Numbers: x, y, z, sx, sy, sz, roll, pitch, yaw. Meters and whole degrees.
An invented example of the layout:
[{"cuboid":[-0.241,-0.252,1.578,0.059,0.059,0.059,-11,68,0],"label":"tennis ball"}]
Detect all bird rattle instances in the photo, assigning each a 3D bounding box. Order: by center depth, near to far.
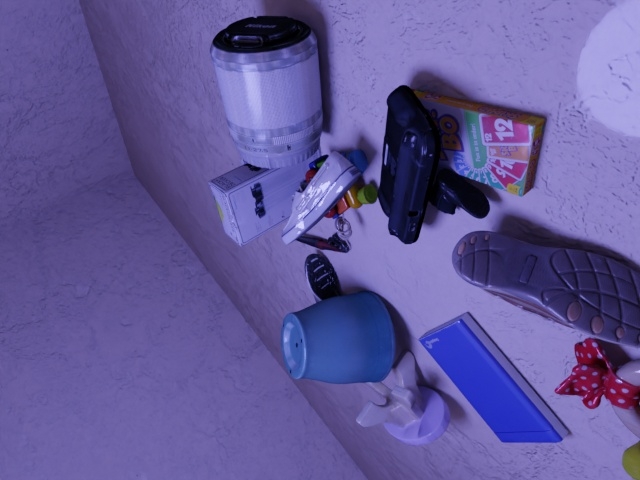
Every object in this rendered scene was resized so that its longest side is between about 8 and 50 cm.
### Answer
[{"cuboid":[0.526,0.257,0.676,0.253,0.143,0.207,63,145,18],"label":"bird rattle"}]

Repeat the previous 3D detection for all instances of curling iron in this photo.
[{"cuboid":[0.000,0.000,1.334,0.274,0.035,0.068,7,121,56],"label":"curling iron"}]

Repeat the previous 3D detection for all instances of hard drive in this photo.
[{"cuboid":[0.393,0.335,1.027,0.318,0.040,0.210,51,154,11],"label":"hard drive"}]

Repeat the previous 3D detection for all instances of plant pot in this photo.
[{"cuboid":[0.032,0.287,1.239,0.272,0.255,0.271,1,91,64],"label":"plant pot"}]

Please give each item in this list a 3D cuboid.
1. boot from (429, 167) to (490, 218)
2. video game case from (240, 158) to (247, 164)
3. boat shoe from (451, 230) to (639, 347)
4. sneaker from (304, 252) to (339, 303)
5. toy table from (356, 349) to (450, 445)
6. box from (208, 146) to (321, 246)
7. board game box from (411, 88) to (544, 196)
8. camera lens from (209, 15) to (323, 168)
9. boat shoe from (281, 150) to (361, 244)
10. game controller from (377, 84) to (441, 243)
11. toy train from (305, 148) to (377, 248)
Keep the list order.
[{"cuboid":[0.249,-0.073,0.794,0.121,0.045,0.099,45,169,15],"label":"boot"},{"cuboid":[-0.193,-0.230,1.423,0.173,0.022,0.190,57,154,-1],"label":"video game case"},{"cuboid":[0.381,0.074,0.701,0.324,0.123,0.116,27,176,32],"label":"boat shoe"},{"cuboid":[0.007,0.165,1.438,0.108,0.100,0.271,17,134,60],"label":"sneaker"},{"cuboid":[0.230,0.469,1.258,0.161,0.252,0.274,45,148,-12],"label":"toy table"},{"cuboid":[-0.127,-0.132,1.117,0.087,0.290,0.169,33,146,39],"label":"box"},{"cuboid":[0.239,-0.175,0.734,0.259,0.039,0.124,35,147,42],"label":"board game box"},{"cuboid":[-0.108,-0.328,0.946,0.219,0.219,0.274,36,147,36],"label":"camera lens"},{"cuboid":[-0.021,-0.093,0.981,0.088,0.096,0.267,48,131,4],"label":"boat shoe"},{"cuboid":[0.160,-0.130,0.821,0.319,0.067,0.166,86,175,-57],"label":"game controller"},{"cuboid":[0.079,-0.095,1.036,0.143,0.105,0.247,-8,113,47],"label":"toy train"}]
